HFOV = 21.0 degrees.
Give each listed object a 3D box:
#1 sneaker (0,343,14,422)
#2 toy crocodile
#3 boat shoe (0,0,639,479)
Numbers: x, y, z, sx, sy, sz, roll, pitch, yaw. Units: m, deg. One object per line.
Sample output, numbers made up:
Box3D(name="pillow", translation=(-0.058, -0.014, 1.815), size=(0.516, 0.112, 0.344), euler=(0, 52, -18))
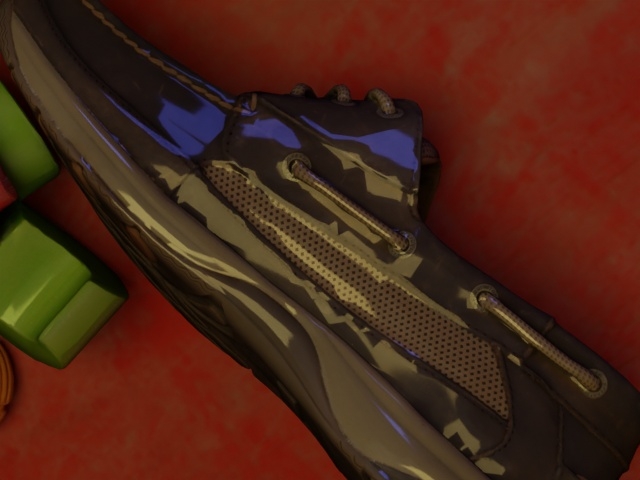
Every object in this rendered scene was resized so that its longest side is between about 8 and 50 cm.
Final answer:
Box3D(name="sneaker", translation=(-0.255, 0.034, 0.852), size=(0.215, 0.083, 0.084), euler=(27, 105, 11))
Box3D(name="toy crocodile", translation=(-0.212, -0.082, 0.776), size=(0.115, 0.105, 0.340), euler=(-35, 106, -11))
Box3D(name="boat shoe", translation=(0.000, 0.000, 0.775), size=(0.130, 0.132, 0.355), euler=(-42, 81, -10))
